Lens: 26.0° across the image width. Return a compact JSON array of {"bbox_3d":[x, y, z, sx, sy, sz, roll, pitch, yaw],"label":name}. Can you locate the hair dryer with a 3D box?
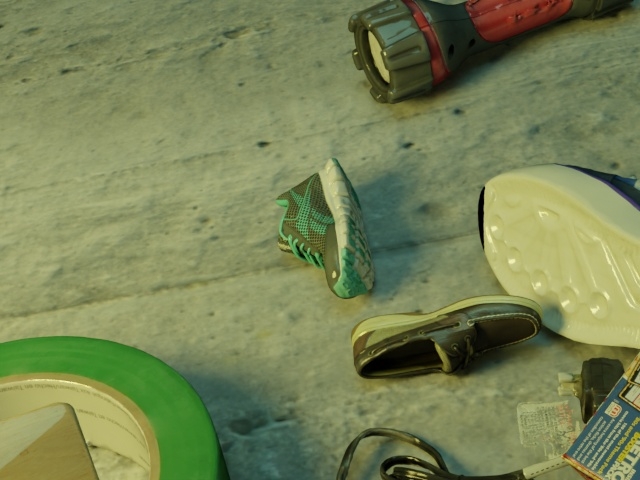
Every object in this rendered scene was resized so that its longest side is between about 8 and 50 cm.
[{"bbox_3d":[0.129,0.214,0.911,0.224,0.080,0.293,-22,32,13],"label":"hair dryer"}]

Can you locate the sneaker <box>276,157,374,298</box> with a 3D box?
[{"bbox_3d":[0.000,0.000,1.202,0.076,0.065,0.166,-24,34,11],"label":"sneaker"}]

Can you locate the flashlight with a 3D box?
[{"bbox_3d":[0.182,-0.232,1.392,0.304,0.103,0.103,-23,39,-12],"label":"flashlight"}]

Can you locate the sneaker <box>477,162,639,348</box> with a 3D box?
[{"bbox_3d":[0.307,0.004,1.084,0.236,0.130,0.323,-13,22,-32],"label":"sneaker"}]

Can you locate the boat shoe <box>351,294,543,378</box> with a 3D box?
[{"bbox_3d":[0.099,0.081,1.076,0.152,0.056,0.049,-13,43,14],"label":"boat shoe"}]

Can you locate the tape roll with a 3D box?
[{"bbox_3d":[-0.222,0.205,0.984,0.321,0.077,0.321,-7,40,6],"label":"tape roll"}]

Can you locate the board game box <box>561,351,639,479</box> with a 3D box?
[{"bbox_3d":[0.258,0.121,0.805,0.146,0.045,0.193,-52,43,-5],"label":"board game box"}]

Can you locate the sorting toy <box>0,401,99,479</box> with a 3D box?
[{"bbox_3d":[-0.223,0.259,0.785,0.257,0.089,0.255,-19,72,-15],"label":"sorting toy"}]
